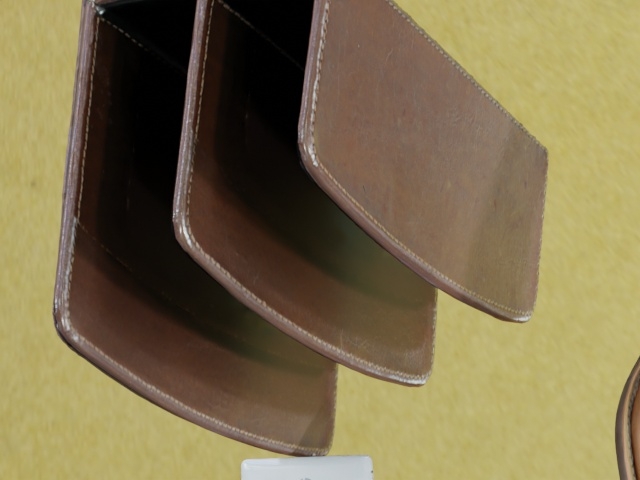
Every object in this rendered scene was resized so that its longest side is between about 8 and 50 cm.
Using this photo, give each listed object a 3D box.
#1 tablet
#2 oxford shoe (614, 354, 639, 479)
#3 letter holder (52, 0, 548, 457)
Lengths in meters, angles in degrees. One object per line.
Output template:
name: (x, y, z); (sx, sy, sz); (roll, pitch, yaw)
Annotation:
tablet: (-0.007, 0.157, 1.127); (0.083, 0.006, 0.054); (-4, 87, 18)
oxford shoe: (0.193, 0.072, 0.897); (0.076, 0.212, 0.076); (29, 142, -22)
letter holder: (0.000, 0.000, 1.060); (0.152, 0.214, 0.302); (-5, 160, 28)
